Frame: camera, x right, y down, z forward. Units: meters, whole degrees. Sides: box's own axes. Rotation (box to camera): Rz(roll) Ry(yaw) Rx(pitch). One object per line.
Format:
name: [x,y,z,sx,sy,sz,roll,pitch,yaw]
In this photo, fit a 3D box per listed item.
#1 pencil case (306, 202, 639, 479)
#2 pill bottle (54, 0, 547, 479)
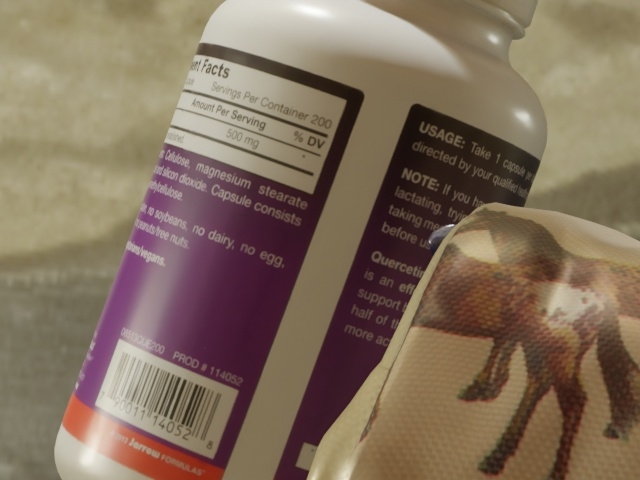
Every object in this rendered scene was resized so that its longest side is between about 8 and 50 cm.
pencil case: [0.209,0.089,0.485,0.410,0.160,0.183,7,-1,16]
pill bottle: [0.000,0.000,0.988,0.181,0.323,0.181,20,0,0]
